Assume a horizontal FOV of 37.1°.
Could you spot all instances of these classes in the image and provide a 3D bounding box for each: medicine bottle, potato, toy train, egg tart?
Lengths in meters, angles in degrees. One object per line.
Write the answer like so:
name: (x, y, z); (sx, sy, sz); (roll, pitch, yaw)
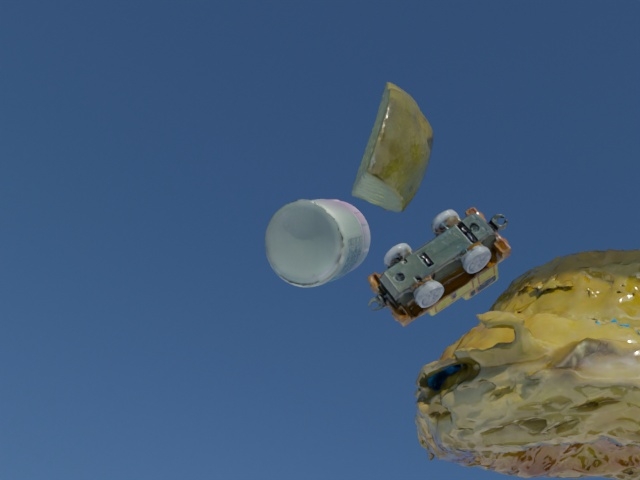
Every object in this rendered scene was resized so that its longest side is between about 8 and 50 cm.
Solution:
medicine bottle: (0.000, 0.000, 1.493); (0.135, 0.168, 0.135); (2, -84, 19)
potato: (0.098, -0.113, 1.083); (0.081, 0.149, 0.120); (19, -8, -5)
toy train: (0.161, 0.042, 1.269); (0.219, 0.089, 0.127); (-34, -33, -7)
egg tart: (0.260, 0.115, 0.777); (0.387, 0.169, 0.388); (6, -19, 2)
